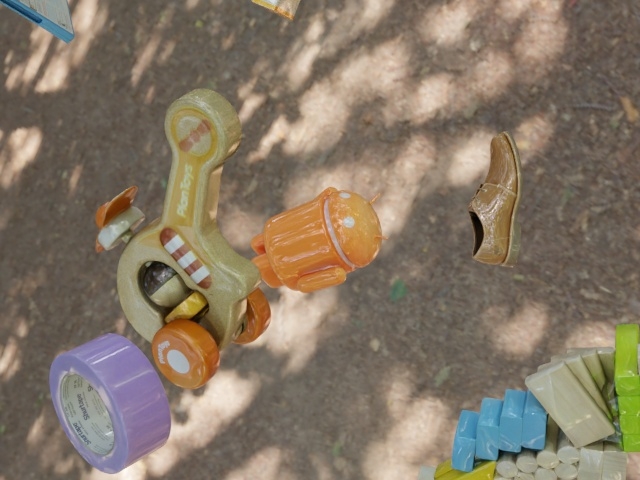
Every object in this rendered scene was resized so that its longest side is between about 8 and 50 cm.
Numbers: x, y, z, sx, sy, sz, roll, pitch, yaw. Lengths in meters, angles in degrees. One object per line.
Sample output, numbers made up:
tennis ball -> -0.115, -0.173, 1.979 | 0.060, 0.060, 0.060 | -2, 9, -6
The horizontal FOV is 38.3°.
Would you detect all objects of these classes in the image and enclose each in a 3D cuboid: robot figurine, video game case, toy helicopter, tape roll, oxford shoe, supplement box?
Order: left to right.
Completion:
video game case -> -0.357, -0.304, 1.048 | 0.015, 0.166, 0.119 | -37, 51, 22
tape roll -> -0.306, 0.236, 1.336 | 0.189, 0.080, 0.189 | 22, 124, 38
toy helicopter -> -0.167, -0.019, 1.063 | 0.235, 0.140, 0.355 | 28, 127, 19
supplement box -> -0.043, -0.333, 1.152 | 0.036, 0.062, 0.098 | 26, 99, 18
robot figurine -> 0.000, -0.002, 1.418 | 0.219, 0.158, 0.128 | -21, 98, 20
oxford shoe -> 0.265, -0.068, 1.415 | 0.076, 0.076, 0.212 | 126, 149, -76

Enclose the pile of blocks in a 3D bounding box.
pile of blocks -> 0.230, 0.161, 0.880 | 0.362, 0.149, 0.112 | -30, 15, 29
